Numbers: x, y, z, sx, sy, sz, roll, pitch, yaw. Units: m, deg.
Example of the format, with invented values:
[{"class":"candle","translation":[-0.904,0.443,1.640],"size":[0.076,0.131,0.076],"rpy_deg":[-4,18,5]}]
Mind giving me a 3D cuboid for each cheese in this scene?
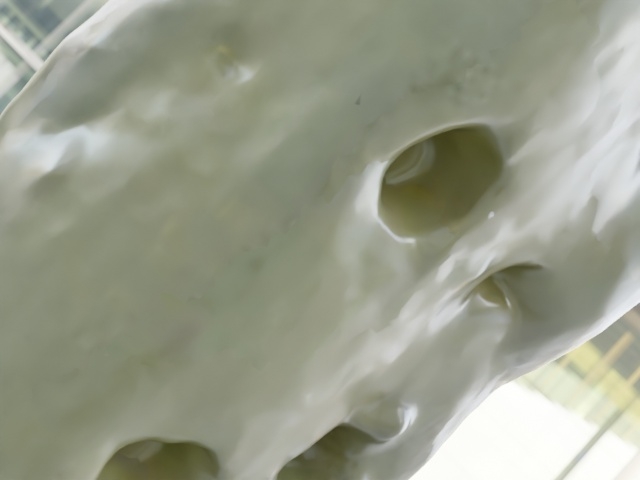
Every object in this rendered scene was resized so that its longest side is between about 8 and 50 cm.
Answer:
[{"class":"cheese","translation":[0.001,0.001,0.375],"size":[0.093,0.263,0.159],"rpy_deg":[50,4,34]}]
